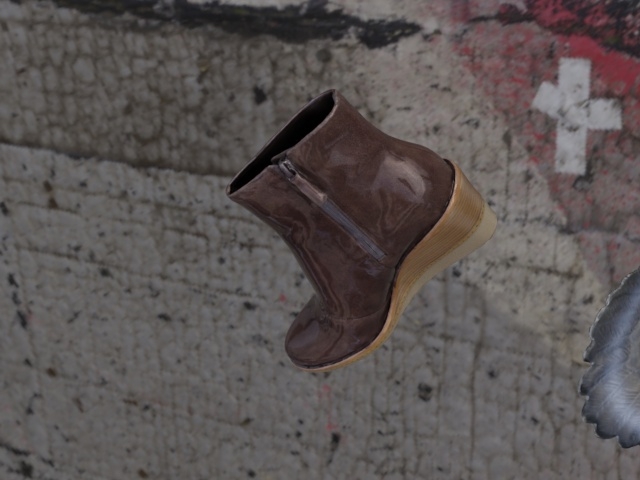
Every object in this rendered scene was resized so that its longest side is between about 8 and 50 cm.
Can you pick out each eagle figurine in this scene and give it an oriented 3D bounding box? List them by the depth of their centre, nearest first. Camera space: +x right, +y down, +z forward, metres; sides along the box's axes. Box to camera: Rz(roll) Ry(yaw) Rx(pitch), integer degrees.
[{"bbox_3d":[0.367,0.060,0.834,0.298,0.225,0.226,-22,115,28],"label":"eagle figurine"}]

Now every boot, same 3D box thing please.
[{"bbox_3d":[0.000,0.000,0.824,0.207,0.090,0.248,29,122,-33],"label":"boot"}]
